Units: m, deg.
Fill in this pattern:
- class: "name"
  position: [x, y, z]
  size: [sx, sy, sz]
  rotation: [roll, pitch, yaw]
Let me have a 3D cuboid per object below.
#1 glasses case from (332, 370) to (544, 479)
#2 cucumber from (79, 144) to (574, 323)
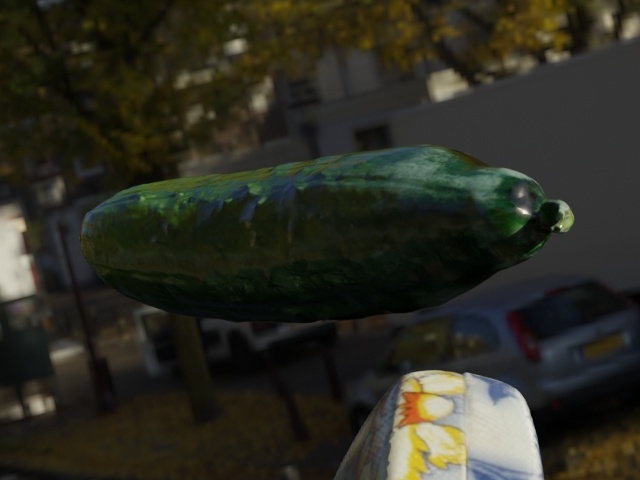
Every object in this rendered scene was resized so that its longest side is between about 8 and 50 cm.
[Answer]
- class: "glasses case"
  position: [0.016, 0.129, 0.465]
  size: [0.065, 0.087, 0.248]
  rotation: [10, -36, -2]
- class: "cucumber"
  position: [0.000, 0.000, 0.362]
  size: [0.037, 0.037, 0.155]
  rotation: [-17, 9, -40]
